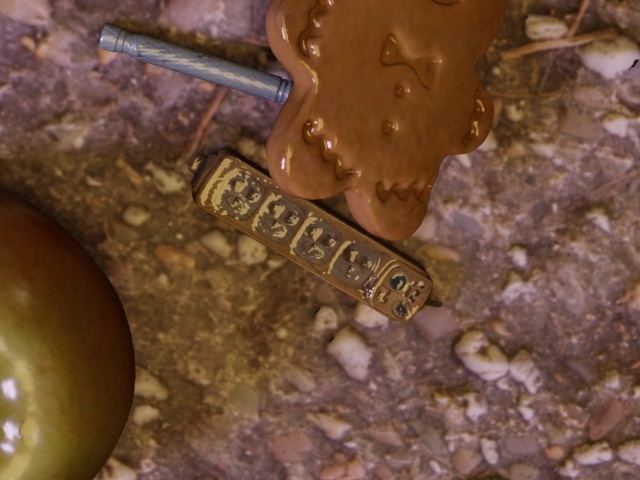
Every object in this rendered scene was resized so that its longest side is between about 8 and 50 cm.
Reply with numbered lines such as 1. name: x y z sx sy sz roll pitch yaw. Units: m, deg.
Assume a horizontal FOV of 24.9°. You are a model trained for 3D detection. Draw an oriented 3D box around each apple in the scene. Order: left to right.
1. apple: -0.337 0.121 1.288 0.338 0.305 0.338 -3 108 -8

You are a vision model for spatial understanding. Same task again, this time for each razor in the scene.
1. razor: -0.093 -0.160 1.367 0.232 0.106 0.068 17 104 -6

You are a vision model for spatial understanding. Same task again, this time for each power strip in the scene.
1. power strip: 0.000 0.000 1.454 0.305 0.044 0.064 31 99 -19

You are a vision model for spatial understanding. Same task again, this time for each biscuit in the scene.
1. biscuit: 0.075 -0.184 1.329 0.275 0.052 0.355 29 79 -37
